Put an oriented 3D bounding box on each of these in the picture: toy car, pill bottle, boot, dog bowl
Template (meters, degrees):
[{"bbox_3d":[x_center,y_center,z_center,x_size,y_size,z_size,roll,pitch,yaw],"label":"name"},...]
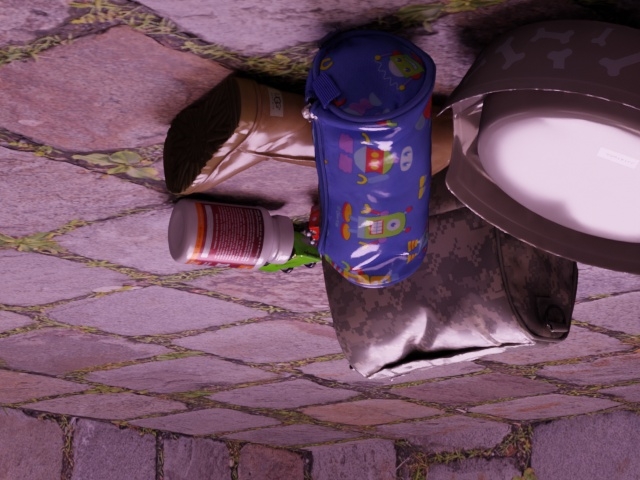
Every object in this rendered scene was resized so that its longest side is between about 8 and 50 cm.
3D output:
[{"bbox_3d":[0.000,0.000,2.209,0.225,0.053,0.239,-12,161,35],"label":"toy car"},{"bbox_3d":[-0.116,-0.007,2.104,0.152,0.086,0.086,5,163,-24],"label":"pill bottle"},{"bbox_3d":[-0.013,-0.098,1.780,0.269,0.089,0.236,5,164,-29],"label":"boot"},{"bbox_3d":[0.285,-0.091,1.606,0.348,0.102,0.349,18,157,8],"label":"dog bowl"}]

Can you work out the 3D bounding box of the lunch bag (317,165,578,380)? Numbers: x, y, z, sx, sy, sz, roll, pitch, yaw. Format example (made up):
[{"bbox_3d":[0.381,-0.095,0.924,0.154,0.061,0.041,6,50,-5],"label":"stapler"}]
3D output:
[{"bbox_3d":[0.151,0.024,1.925,0.305,0.256,0.212,-14,160,40],"label":"lunch bag"}]

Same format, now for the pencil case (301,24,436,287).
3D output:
[{"bbox_3d":[0.049,-0.078,1.633,0.133,0.119,0.306,-15,145,-8],"label":"pencil case"}]
